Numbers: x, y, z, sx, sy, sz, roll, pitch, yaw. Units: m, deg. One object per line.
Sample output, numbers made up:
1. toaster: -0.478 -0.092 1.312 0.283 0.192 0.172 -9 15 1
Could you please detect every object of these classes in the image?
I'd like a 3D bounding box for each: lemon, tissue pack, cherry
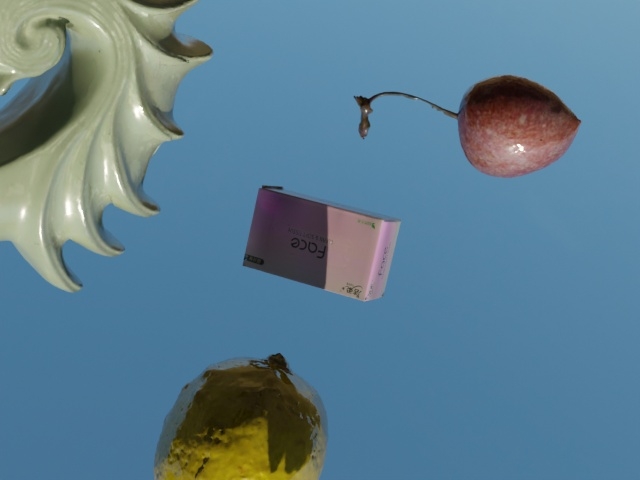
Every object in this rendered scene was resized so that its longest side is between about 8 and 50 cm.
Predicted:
1. lemon: -0.117 0.317 1.285 0.260 0.260 0.284 34 -114 16
2. tissue pack: 0.000 0.000 1.485 0.246 0.148 0.092 15 -173 25
3. cherry: 0.148 -0.113 0.871 0.225 0.107 0.090 2 -132 25

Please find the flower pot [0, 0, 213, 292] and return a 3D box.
1. flower pot: -0.268 -0.122 0.827 0.254 0.367 0.164 9 -163 -39
